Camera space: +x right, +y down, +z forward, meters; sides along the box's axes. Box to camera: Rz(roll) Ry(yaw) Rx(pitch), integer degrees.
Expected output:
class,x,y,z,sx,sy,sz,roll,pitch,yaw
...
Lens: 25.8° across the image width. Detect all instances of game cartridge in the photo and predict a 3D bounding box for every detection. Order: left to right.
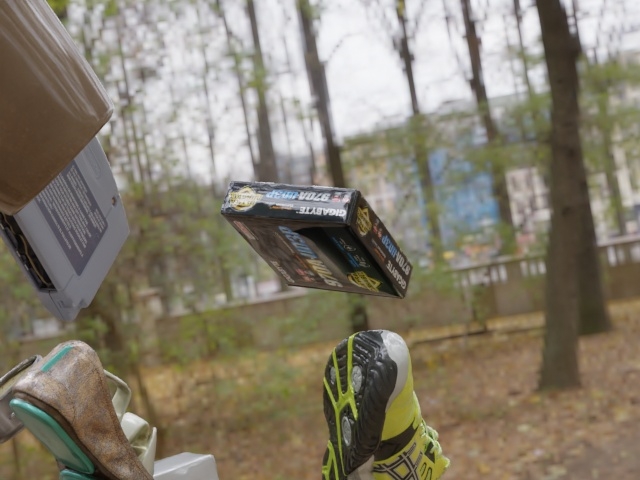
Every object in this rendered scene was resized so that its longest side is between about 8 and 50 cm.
class,x,y,z,sx,sy,sz,roll,pitch,yaw
game cartridge,-0.340,-0.065,1.775,0.060,0.294,0.196,4,46,27

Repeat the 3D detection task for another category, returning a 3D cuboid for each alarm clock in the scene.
class,x,y,z,sx,sy,sz,roll,pitch,yaw
alarm clock,-0.391,0.211,1.797,0.129,0.064,0.192,-42,9,-14

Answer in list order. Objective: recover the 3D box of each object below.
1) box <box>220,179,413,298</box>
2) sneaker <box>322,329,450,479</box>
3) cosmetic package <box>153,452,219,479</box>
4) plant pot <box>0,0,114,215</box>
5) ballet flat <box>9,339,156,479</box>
class,x,y,z,sx,sy,sz,roll,pitch,yaw
box,0.000,0.000,1.751,0.175,0.051,0.220,6,-24,25
sneaker,0.087,0.247,1.783,0.147,0.145,0.384,-8,-43,-12
cosmetic package,-0.214,0.390,1.639,0.224,0.224,0.138,-16,-1,-21
plant pot,-0.329,-0.149,1.326,0.263,0.229,0.263,-43,12,11
ballet flat,-0.221,0.209,1.442,0.108,0.106,0.316,20,-31,21
